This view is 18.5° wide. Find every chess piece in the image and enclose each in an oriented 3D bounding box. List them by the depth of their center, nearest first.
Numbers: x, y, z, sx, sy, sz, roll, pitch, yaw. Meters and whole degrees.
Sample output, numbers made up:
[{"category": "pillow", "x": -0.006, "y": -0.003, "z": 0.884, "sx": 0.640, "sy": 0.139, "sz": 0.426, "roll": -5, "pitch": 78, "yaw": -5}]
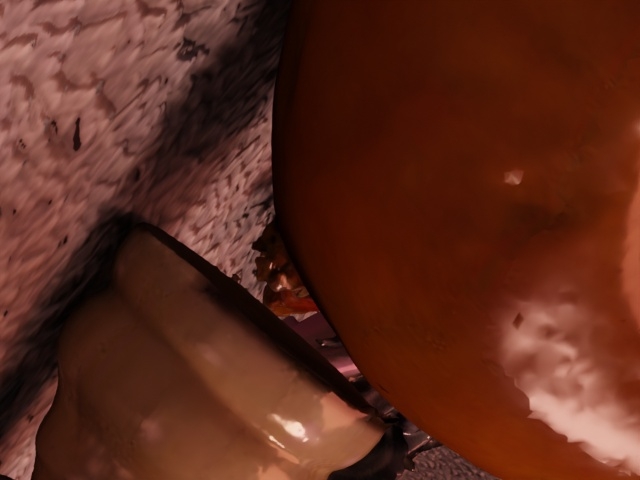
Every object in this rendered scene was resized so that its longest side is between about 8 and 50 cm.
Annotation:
[{"category": "chess piece", "x": -0.103, "y": 0.129, "z": 0.829, "sx": 0.261, "sy": 0.143, "sz": 0.143, "roll": -49, "pitch": 171, "yaw": 0}]

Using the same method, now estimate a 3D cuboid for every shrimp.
[{"category": "shrimp", "x": 0.000, "y": 0.000, "z": 1.127, "sx": 0.152, "sy": 0.063, "sz": 0.287, "roll": -47, "pitch": 177, "yaw": 25}]

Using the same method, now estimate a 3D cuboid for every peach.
[{"category": "peach", "x": 0.144, "y": -0.064, "z": 0.819, "sx": 0.343, "sy": 0.343, "sz": 0.301, "roll": -60, "pitch": -164, "yaw": 23}]

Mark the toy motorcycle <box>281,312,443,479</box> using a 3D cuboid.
[{"category": "toy motorcycle", "x": 0.054, "y": 0.055, "z": 1.323, "sx": 0.327, "sy": 0.188, "sz": 0.143, "roll": -26, "pitch": 163, "yaw": -44}]
